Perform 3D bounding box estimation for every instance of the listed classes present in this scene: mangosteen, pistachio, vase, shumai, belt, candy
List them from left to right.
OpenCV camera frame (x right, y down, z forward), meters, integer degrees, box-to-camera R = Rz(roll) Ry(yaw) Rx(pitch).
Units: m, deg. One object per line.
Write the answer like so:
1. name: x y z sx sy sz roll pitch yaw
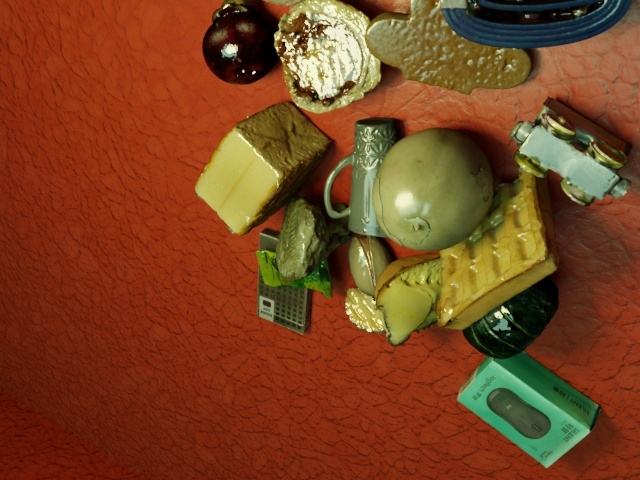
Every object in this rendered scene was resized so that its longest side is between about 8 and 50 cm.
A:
1. mangosteen: -0.205 -0.499 1.703 0.210 0.210 0.209 16 124 25
2. candy: -0.075 0.088 1.979 0.247 0.069 0.149 4 123 23
3. shumai: 0.000 0.000 1.795 0.204 0.271 0.222 14 139 -14
4. pistachio: 0.140 0.069 1.850 0.125 0.124 0.184 -8 111 36
5. vase: 0.132 -0.156 1.707 0.251 0.156 0.300 -4 112 -3
6. belt: 0.407 -0.486 1.280 0.347 0.117 0.212 3 126 10

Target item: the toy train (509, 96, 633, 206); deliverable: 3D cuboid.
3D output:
1. toy train: 0.533 -0.188 1.409 0.261 0.177 0.134 35 130 10

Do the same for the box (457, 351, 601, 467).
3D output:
1. box: 0.556 0.440 1.802 0.311 0.118 0.205 37 132 10

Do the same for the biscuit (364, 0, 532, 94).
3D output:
1. biscuit: 0.291 -0.512 1.405 0.368 0.076 0.394 11 126 6

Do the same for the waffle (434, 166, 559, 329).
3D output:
1. waffle: 0.399 0.024 1.544 0.078 0.304 0.348 26 136 -20

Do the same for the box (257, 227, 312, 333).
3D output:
1. box: -0.112 0.131 2.098 0.180 0.047 0.324 19 125 21

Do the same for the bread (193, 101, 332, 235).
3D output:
1. bread: -0.151 -0.199 1.781 0.207 0.279 0.279 44 134 5

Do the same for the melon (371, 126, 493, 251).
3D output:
1. melon: 0.258 -0.114 1.529 0.269 0.330 0.268 15 128 20

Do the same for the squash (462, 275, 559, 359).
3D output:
1. squash: 0.456 0.164 1.618 0.165 0.252 0.252 42 132 -8

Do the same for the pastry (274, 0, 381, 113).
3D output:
1. pastry: 0.031 -0.447 1.600 0.237 0.170 0.255 -14 99 16

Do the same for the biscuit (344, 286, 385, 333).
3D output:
1. biscuit: 0.146 0.213 1.967 0.183 0.061 0.118 25 86 19

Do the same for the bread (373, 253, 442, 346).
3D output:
1. bread: 0.249 0.132 1.777 0.163 0.262 0.204 36 145 60

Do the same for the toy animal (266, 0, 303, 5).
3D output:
1. toy animal: -0.076 -0.658 1.518 0.358 0.188 0.226 -23 91 40
